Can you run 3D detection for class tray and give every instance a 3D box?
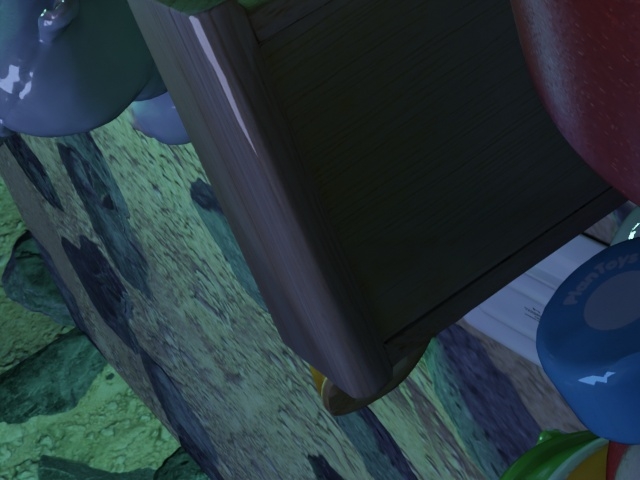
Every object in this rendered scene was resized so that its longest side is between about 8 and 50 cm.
[{"bbox_3d":[0.153,0.047,0.980,0.270,0.030,0.145,31,151,55],"label":"tray"}]

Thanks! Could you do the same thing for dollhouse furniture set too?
[{"bbox_3d":[-0.007,-0.131,0.710,0.394,0.256,0.362,33,151,53],"label":"dollhouse furniture set"}]

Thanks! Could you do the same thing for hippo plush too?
[{"bbox_3d":[-0.150,-0.132,1.041,0.294,0.236,0.234,54,140,16],"label":"hippo plush"}]

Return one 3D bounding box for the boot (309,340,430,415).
[{"bbox_3d":[-0.001,0.000,1.232,0.211,0.104,0.295,54,159,28],"label":"boot"}]

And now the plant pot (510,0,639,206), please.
[{"bbox_3d":[0.138,-0.138,0.337,0.272,0.272,0.265,47,169,29],"label":"plant pot"}]

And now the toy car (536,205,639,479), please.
[{"bbox_3d":[0.203,0.026,0.627,0.219,0.210,0.238,50,-164,-27],"label":"toy car"}]

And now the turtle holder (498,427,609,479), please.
[{"bbox_3d":[0.222,0.250,0.804,0.227,0.243,0.320,-16,98,55],"label":"turtle holder"}]
